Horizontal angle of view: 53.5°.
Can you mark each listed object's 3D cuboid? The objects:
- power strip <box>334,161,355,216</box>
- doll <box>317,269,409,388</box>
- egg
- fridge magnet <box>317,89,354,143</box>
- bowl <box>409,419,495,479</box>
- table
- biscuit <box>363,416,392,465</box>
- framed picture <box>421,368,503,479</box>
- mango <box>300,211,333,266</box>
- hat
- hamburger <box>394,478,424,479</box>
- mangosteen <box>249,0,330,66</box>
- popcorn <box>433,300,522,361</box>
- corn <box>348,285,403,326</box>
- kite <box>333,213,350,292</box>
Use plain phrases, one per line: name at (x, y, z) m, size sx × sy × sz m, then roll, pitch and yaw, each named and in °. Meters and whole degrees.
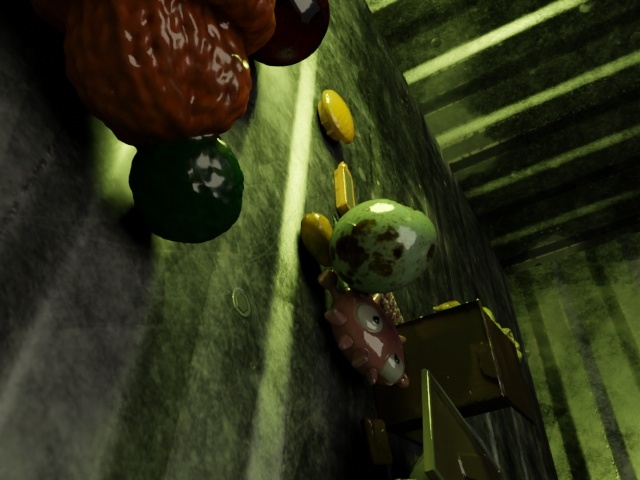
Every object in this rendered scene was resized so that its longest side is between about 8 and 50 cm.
power strip at (0.055, -0.121, 1.475) m, size 0.049 × 0.028 × 0.178 m, roll 49°, pitch 28°, yaw -41°
doll at (0.080, 0.164, 1.158) m, size 0.262 × 0.093 × 0.211 m, roll 57°, pitch 26°, yaw 1°
egg at (0.120, 0.008, 1.148) m, size 0.231 × 0.169 × 0.169 m, roll -11°, pitch 78°, yaw -40°
fridge magnet at (0.039, -0.303, 1.567) m, size 0.143 × 0.063 × 0.143 m, roll 49°, pitch 29°, yaw -38°
bowl at (0.233, 0.504, 1.112) m, size 0.345 × 0.157 × 0.345 m, roll 52°, pitch 23°, yaw -33°
table at (0.271, 0.288, 1.302) m, size 0.282 × 0.250 × 0.196 m, roll 40°, pitch 34°, yaw -51°
biscuit at (0.103, 0.360, 1.137) m, size 0.081 × 0.018 × 0.083 m, roll 35°, pitch 39°, yaw -57°
framed picture at (0.240, 0.376, 1.032) m, size 0.289 × 0.016 × 0.213 m, roll 54°, pitch 23°, yaw -23°
mango at (0.000, 0.000, 1.179) m, size 0.079 × 0.057 × 0.114 m, roll -84°, pitch 150°, yaw -64°
hat at (-0.202, -0.204, 0.725) m, size 0.285 × 0.285 × 0.400 m, roll 7°, pitch 91°, yaw -67°
hamburger at (0.151, 0.465, 0.887) m, size 0.309 × 0.211 × 0.132 m, roll 67°, pitch 25°, yaw -8°
mangosteen at (-0.058, -0.464, 1.198) m, size 0.235 × 0.261 × 0.235 m, roll 48°, pitch 30°, yaw -40°
popcorn at (0.390, 0.287, 1.651) m, size 0.270 × 0.224 × 0.258 m, roll 56°, pitch 6°, yaw -10°
corn at (0.110, 0.109, 1.293) m, size 0.237 × 0.079 × 0.079 m, roll 58°, pitch 23°, yaw -27°
kite at (0.043, 0.032, 1.322) m, size 0.250 × 0.012 × 0.229 m, roll 42°, pitch 32°, yaw -48°
